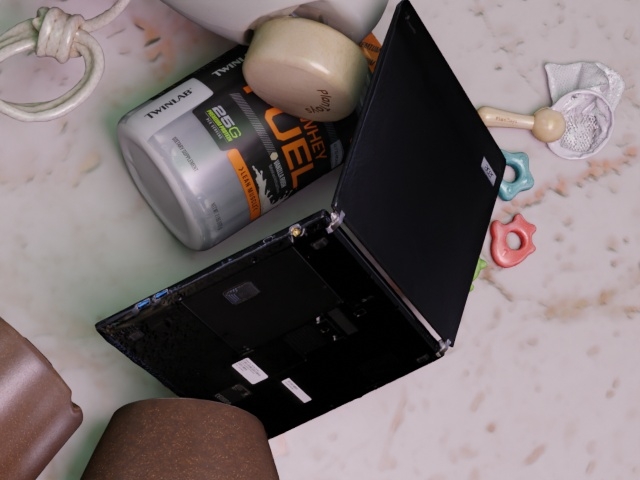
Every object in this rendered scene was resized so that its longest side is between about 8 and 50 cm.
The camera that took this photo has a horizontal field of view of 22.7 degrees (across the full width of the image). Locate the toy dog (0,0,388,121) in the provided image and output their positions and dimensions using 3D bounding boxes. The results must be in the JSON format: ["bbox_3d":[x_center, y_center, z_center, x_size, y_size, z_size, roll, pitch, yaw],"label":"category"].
[{"bbox_3d":[-0.085,-0.205,1.068,0.334,0.161,0.220,0,63,-1],"label":"toy dog"}]

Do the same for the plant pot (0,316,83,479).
[{"bbox_3d":[-0.258,0.136,1.062,0.167,0.167,0.165,44,67,-3],"label":"plant pot"}]

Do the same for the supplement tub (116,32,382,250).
[{"bbox_3d":[-0.043,-0.086,1.165,0.190,0.117,0.117,-34,90,-16],"label":"supplement tub"}]

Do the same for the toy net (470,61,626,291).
[{"bbox_3d":[0.165,-0.061,1.248,0.232,0.045,0.122,-34,90,-16],"label":"toy net"}]

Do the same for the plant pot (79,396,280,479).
[{"bbox_3d":[-0.099,0.231,1.070,0.215,0.215,0.230,8,65,-12],"label":"plant pot"}]

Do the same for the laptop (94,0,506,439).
[{"bbox_3d":[0.000,0.000,1.098,0.264,0.234,0.136,-27,56,11],"label":"laptop"}]
